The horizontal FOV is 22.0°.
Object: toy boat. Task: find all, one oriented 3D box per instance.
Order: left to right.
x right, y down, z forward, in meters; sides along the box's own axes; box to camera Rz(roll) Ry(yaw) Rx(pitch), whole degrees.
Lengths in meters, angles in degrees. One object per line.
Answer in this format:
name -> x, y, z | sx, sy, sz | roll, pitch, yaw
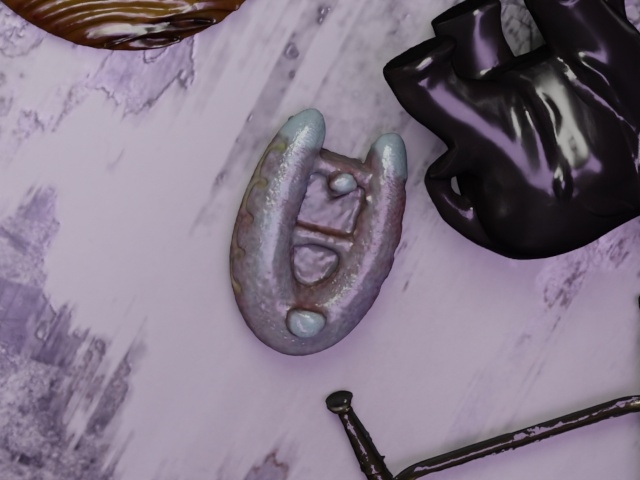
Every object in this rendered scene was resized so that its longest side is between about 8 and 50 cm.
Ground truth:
toy boat -> 0.000, 0.000, 1.511 | 0.155, 0.085, 0.227 | 16, 100, -19

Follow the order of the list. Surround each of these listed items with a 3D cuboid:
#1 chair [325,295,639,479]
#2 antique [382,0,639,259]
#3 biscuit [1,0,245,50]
chair -> 0.257, 0.340, 1.538 | 0.361, 0.365, 0.410 | -17, 113, -10
antique -> 0.235, -0.122, 1.492 | 0.322, 0.185, 0.255 | -30, 103, -4
biscuit -> -0.167, -0.320, 1.405 | 0.317, 0.040, 0.318 | -4, 105, -14
